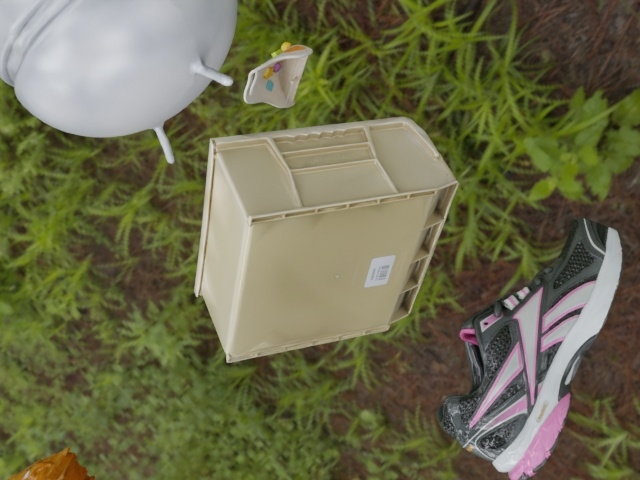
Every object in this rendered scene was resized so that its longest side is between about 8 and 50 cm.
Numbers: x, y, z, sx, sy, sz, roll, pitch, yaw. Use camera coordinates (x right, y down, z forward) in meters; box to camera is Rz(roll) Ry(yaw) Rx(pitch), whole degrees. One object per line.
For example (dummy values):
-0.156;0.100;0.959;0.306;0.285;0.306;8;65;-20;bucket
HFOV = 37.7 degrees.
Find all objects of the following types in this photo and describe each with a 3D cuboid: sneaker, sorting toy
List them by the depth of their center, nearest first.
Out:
0.129;0.056;0.584;0.077;0.178;0.072;25;156;9;sneaker
-0.058;-0.192;1.101;0.045;0.075;0.083;43;138;19;sorting toy

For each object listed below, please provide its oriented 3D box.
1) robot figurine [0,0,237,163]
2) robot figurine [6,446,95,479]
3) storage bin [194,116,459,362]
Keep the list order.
-0.204;-0.228;0.747;0.353;0.199;0.300;51;154;2;robot figurine
-0.322;0.296;0.770;0.291;0.211;0.085;-33;104;10;robot figurine
0.000;0.000;1.112;0.262;0.260;0.123;104;149;-46;storage bin
